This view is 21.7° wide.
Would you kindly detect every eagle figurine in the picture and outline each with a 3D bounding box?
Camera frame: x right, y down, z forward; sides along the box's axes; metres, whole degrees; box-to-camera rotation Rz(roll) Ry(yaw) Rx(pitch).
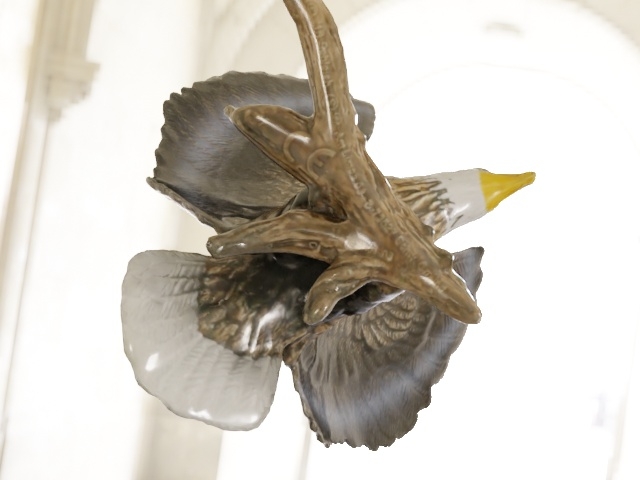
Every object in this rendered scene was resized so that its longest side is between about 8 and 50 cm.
[{"bbox_3d":[0.011,0.000,0.925,0.225,0.226,0.298,14,-5,-7],"label":"eagle figurine"}]
